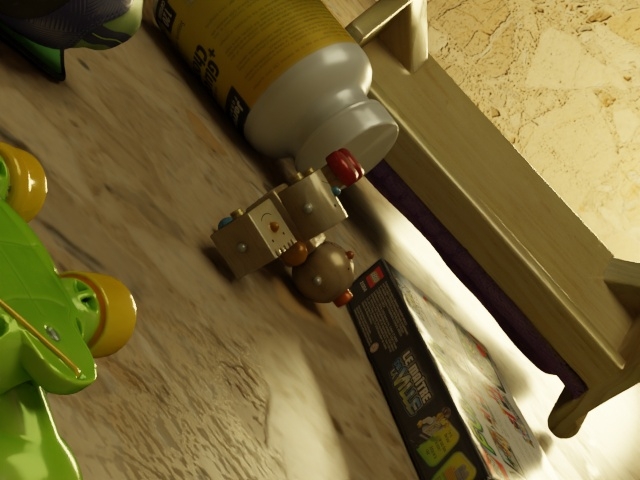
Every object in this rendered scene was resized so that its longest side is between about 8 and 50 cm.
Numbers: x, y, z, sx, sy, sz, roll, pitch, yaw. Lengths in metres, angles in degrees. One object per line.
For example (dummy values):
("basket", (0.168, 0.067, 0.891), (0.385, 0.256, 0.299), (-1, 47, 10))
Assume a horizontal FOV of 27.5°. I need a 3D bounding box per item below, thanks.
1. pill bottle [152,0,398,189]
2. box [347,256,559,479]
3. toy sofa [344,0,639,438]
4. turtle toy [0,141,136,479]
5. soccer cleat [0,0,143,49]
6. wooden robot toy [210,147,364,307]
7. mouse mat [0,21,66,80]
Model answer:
("pill bottle", (-0.029, -0.124, 0.914), (0.184, 0.103, 0.103), (52, 14, 18))
("box", (0.085, 0.105, 0.766), (0.114, 0.036, 0.207), (40, 15, -32))
("toy sofa", (0.115, -0.018, 1.053), (0.362, 0.177, 0.150), (47, 37, -3))
("turtle toy", (-0.098, 0.025, 0.337), (0.130, 0.066, 0.095), (53, 15, 18))
("soccer cleat", (-0.174, -0.221, 0.683), (0.289, 0.093, 0.121), (65, 11, 18))
("wooden robot toy", (0.000, 0.000, 0.736), (0.079, 0.076, 0.173), (59, 13, -3))
("mouse mat", (-0.199, -0.168, 0.710), (0.152, 0.007, 0.190), (40, 14, -30))
